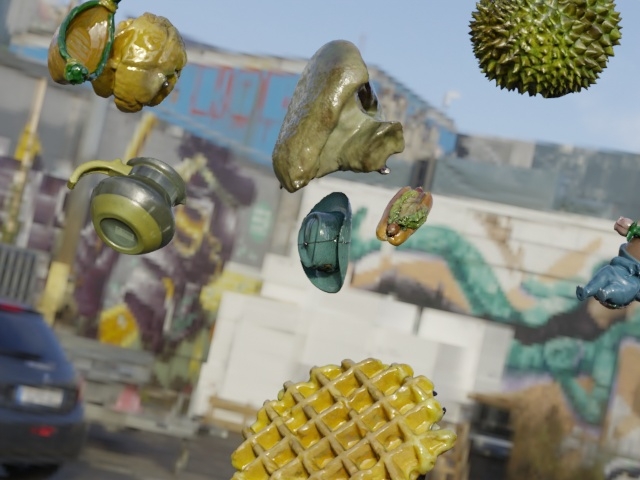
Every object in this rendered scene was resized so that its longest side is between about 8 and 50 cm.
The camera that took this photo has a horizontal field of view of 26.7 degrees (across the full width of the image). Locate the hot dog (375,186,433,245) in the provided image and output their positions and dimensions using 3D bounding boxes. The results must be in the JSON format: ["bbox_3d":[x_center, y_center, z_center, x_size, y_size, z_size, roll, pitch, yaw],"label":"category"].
[{"bbox_3d":[0.110,-0.036,1.721,0.056,0.041,0.133,22,37,11],"label":"hot dog"}]

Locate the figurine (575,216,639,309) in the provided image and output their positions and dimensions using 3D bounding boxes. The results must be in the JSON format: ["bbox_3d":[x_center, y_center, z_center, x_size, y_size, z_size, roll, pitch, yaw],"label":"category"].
[{"bbox_3d":[0.488,0.043,2.112,0.178,0.144,0.114,-19,31,-29],"label":"figurine"}]

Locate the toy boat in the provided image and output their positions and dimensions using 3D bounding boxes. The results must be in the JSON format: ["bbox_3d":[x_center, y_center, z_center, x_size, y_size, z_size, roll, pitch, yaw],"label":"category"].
[{"bbox_3d":[-0.340,-0.286,1.959,0.088,0.229,0.089,-30,-59,33],"label":"toy boat"}]

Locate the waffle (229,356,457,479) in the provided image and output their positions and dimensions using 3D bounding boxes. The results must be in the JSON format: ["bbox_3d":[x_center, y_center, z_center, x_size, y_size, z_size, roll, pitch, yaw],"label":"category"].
[{"bbox_3d":[0.014,0.269,1.768,0.329,0.329,0.062,8,-39,40],"label":"waffle"}]

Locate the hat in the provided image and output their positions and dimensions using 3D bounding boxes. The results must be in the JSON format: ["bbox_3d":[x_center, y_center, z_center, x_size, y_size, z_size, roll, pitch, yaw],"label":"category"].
[{"bbox_3d":[0.000,0.000,2.468,0.078,0.190,0.138,7,-11,-36],"label":"hat"}]

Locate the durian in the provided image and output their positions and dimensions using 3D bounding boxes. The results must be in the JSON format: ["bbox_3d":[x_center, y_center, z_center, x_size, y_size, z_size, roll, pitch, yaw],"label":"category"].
[{"bbox_3d":[0.394,-0.359,2.360,0.291,0.224,0.291,-13,4,1],"label":"durian"}]

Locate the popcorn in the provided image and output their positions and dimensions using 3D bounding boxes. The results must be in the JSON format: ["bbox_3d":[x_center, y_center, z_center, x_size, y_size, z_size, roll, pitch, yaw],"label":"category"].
[{"bbox_3d":[-0.295,-0.285,2.184,0.152,0.167,0.148,35,-22,50],"label":"popcorn"}]

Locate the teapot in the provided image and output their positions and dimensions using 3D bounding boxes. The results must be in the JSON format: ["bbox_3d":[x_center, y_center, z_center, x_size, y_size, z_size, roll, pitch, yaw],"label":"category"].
[{"bbox_3d":[-0.270,-0.058,1.897,0.166,0.119,0.130,32,-39,-3],"label":"teapot"}]

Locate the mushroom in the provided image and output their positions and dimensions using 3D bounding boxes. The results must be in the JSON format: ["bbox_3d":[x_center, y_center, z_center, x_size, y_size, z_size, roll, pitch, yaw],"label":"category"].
[{"bbox_3d":[0.001,-0.202,2.242,0.218,0.212,0.292,-23,32,0],"label":"mushroom"}]
